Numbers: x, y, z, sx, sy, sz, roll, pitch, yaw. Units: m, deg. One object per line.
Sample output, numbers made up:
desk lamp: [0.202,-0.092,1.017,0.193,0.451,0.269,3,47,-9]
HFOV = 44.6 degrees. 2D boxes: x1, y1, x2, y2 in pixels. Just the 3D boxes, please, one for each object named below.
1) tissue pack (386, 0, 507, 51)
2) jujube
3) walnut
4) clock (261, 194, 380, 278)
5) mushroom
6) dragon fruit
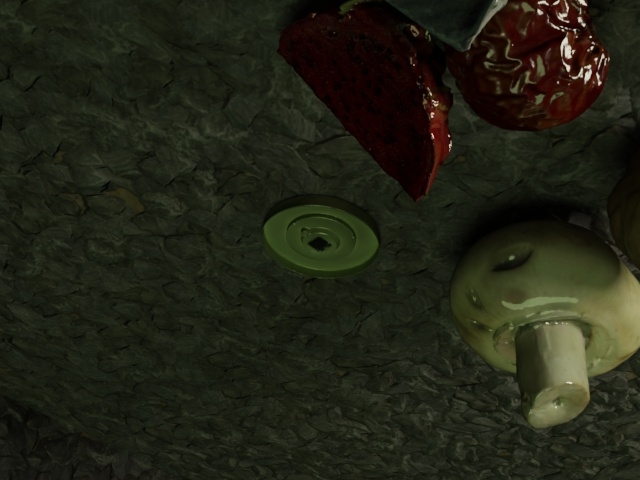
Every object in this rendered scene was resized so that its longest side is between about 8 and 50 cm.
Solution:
tissue pack: [0.052,-0.402,0.771,0.394,0.124,0.288,37,161,7]
jujube: [0.257,-0.253,1.005,0.213,0.213,0.232,-17,124,30]
walnut: [0.568,-0.057,1.169,0.273,0.227,0.273,3,142,2]
clock: [0.000,0.000,1.518,0.235,0.029,0.235,6,141,5]
mushroom: [0.421,0.127,1.394,0.325,0.353,0.353,-21,141,-11]
dragon fruit: [0.109,-0.239,1.062,0.317,0.152,0.205,51,152,10]
